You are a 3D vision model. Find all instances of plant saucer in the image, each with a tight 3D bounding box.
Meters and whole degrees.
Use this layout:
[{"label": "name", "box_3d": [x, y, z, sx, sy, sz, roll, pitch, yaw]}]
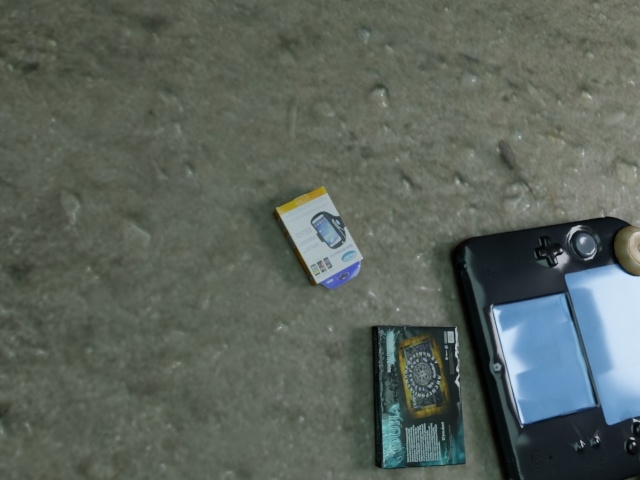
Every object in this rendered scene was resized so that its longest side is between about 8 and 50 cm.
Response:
[{"label": "plant saucer", "box_3d": [0.512, 0.015, 0.788, 0.083, 0.015, 0.084, 3, 76, -13]}]

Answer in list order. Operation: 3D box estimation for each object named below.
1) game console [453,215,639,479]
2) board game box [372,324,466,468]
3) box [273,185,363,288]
[{"label": "game console", "box_3d": [0.398, 0.164, 0.757, 0.341, 0.060, 0.387, -7, 78, -18]}, {"label": "board game box", "box_3d": [0.135, 0.213, 0.684, 0.126, 0.026, 0.186, 4, 76, -15]}, {"label": "box", "box_3d": [0.000, 0.000, 0.698, 0.081, 0.028, 0.136, -27, 87, -20]}]
